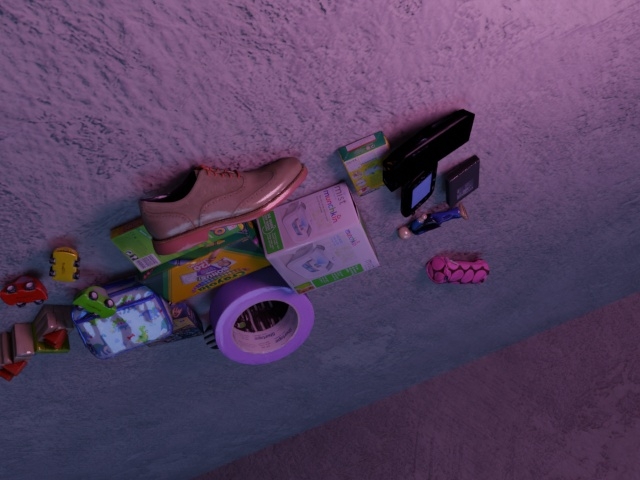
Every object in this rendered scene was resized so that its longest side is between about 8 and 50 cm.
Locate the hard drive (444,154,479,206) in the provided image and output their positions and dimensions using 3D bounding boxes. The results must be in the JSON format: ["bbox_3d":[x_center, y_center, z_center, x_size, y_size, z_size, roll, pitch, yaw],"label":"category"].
[{"bbox_3d":[0.349,-0.144,1.682,0.094,0.022,0.135,-35,154,-6],"label":"hard drive"}]

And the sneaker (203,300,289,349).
[{"bbox_3d":[-0.210,0.247,2.044,0.281,0.106,0.162,-17,171,-10],"label":"sneaker"}]

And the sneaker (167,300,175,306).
[{"bbox_3d":[-0.429,0.169,1.814,0.083,0.032,0.037,-12,130,-8],"label":"sneaker"}]

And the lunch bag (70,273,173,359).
[{"bbox_3d":[-0.482,0.181,1.668,0.219,0.090,0.176,-17,118,-3],"label":"lunch bag"}]

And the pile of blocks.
[{"bbox_3d":[-0.741,0.286,1.739,0.362,0.112,0.149,-27,152,17],"label":"pile of blocks"}]

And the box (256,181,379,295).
[{"bbox_3d":[0.000,0.000,1.654,0.231,0.126,0.262,-19,152,6],"label":"box"}]

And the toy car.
[{"bbox_3d":[-0.557,0.107,1.535,0.239,0.053,0.225,-32,133,25],"label":"toy car"}]

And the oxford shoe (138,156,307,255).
[{"bbox_3d":[-0.188,-0.099,1.356,0.348,0.123,0.130,-29,114,-16],"label":"oxford shoe"}]

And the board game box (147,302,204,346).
[{"bbox_3d":[-0.421,0.233,1.867,0.165,0.042,0.243,-12,162,-3],"label":"board game box"}]

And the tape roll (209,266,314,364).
[{"bbox_3d":[-0.159,0.208,1.864,0.275,0.090,0.274,-10,127,-14],"label":"tape roll"}]

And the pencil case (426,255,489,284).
[{"bbox_3d":[0.437,0.092,2.142,0.209,0.095,0.098,1,131,-38],"label":"pencil case"}]

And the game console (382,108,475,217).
[{"bbox_3d":[0.237,-0.157,1.544,0.213,0.044,0.361,-34,161,-7],"label":"game console"}]

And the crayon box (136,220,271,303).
[{"bbox_3d":[-0.269,0.042,1.607,0.278,0.081,0.165,-23,153,8],"label":"crayon box"}]

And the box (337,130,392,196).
[{"bbox_3d":[0.111,-0.162,1.506,0.105,0.043,0.179,-22,151,6],"label":"box"}]

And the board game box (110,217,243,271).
[{"bbox_3d":[-0.307,-0.023,1.481,0.259,0.039,0.124,-20,136,9],"label":"board game box"}]

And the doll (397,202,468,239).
[{"bbox_3d":[0.293,-0.049,1.827,0.189,0.046,0.129,-20,163,18],"label":"doll"}]
